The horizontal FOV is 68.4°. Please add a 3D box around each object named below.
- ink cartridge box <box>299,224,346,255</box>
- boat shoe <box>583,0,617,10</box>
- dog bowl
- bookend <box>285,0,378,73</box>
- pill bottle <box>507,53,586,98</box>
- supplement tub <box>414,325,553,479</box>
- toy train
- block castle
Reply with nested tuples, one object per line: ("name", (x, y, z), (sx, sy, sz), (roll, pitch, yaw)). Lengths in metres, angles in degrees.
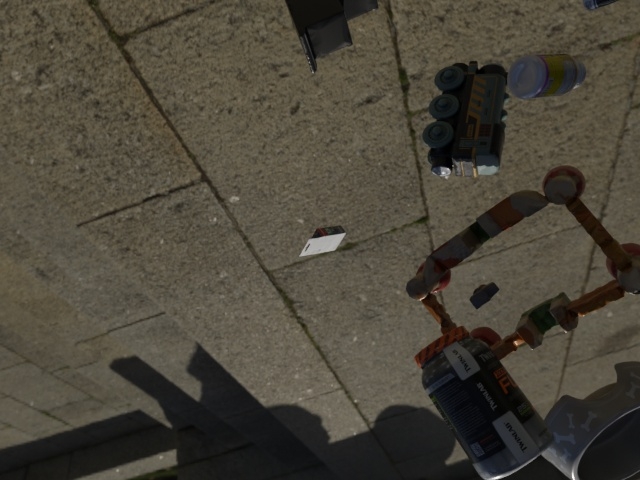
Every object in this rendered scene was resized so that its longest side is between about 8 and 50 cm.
("ink cartridge box", (0.000, 0.000, 1.102), (0.115, 0.029, 0.063), (-9, 142, -40))
("boat shoe", (0.538, -0.546, 0.866), (0.076, 0.229, 0.080), (7, 178, 43))
("dog bowl", (0.712, 0.461, 1.148), (0.348, 0.102, 0.349), (-7, 119, -13))
("bookend", (0.031, -0.373, 0.765), (0.157, 0.156, 0.072), (-21, 144, 5))
("pill bottle", (0.240, -0.173, 0.495), (0.083, 0.043, 0.043), (-13, 141, -28))
("supplement tub", (0.226, 0.227, 0.679), (0.116, 0.191, 0.117), (-27, 157, -13))
("toy train", (0.376, -0.311, 1.200), (0.190, 0.334, 0.142), (7, 158, 23))
("block castle", (0.446, 0.072, 1.066), (0.453, 0.303, 0.212), (-41, 169, 30))
